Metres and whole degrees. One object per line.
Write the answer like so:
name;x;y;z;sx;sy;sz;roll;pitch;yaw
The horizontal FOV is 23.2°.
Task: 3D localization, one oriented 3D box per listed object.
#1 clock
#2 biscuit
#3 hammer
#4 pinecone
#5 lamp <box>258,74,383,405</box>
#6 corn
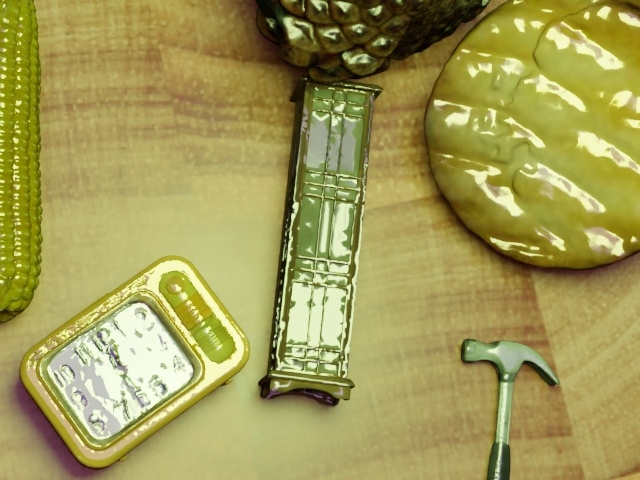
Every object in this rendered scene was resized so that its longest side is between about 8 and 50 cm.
clock;-0.183;0.120;1.535;0.202;0.096;0.143;-36;89;-13
biscuit;0.257;-0.115;1.599;0.296;0.102;0.296;2;101;13
hammer;0.190;0.227;1.605;0.103;0.029;0.246;6;80;-7
pinecone;0.057;-0.312;1.558;0.242;0.296;0.298;38;110;11
lamp;0.000;0.000;1.589;0.090;0.089;0.325;8;79;-8
corn;-0.337;-0.093;1.538;0.131;0.131;0.344;0;77;-9
